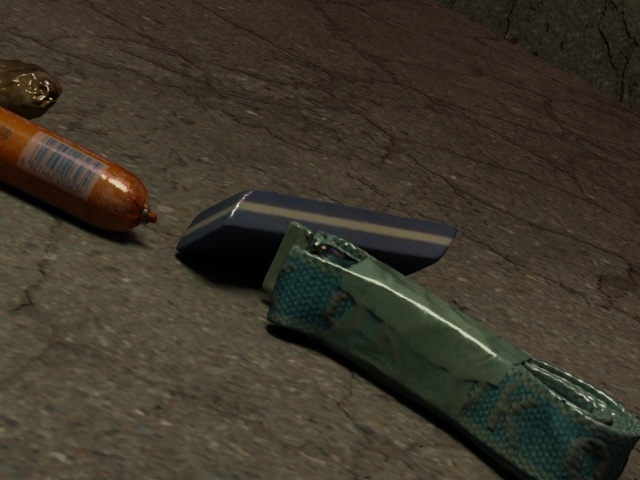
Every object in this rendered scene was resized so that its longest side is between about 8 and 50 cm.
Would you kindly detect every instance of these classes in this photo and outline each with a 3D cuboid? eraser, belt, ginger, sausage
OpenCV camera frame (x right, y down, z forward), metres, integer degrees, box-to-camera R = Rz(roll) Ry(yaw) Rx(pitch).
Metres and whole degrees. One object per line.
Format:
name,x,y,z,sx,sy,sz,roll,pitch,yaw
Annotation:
eraser,0.000,0.000,1.155,0.225,0.036,0.082,10,-20,-32
belt,0.082,0.081,1.022,0.302,0.072,0.087,31,19,26
ginger,-0.361,-0.161,1.231,0.290,0.084,0.122,23,-19,2
sausage,-0.278,-0.089,1.136,0.348,0.053,0.053,25,18,11
